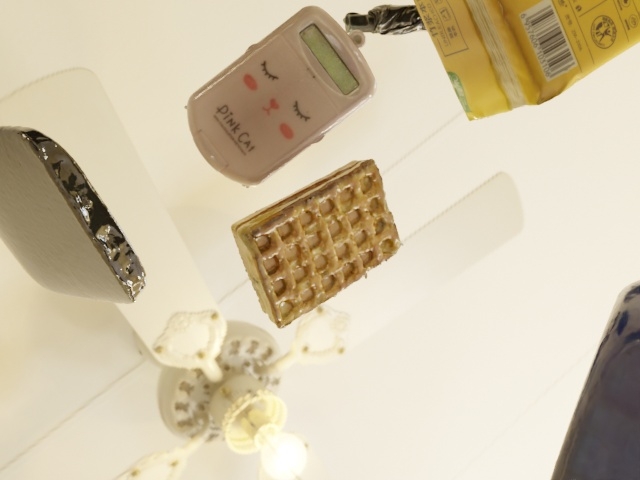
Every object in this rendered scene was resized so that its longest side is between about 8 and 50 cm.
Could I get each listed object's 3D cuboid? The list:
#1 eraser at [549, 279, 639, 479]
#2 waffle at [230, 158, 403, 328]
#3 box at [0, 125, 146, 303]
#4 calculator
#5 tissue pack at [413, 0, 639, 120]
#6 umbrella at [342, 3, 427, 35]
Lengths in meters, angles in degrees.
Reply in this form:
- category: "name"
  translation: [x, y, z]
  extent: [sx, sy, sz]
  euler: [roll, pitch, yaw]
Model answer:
- category: "eraser"
  translation: [0.270, 0.128, 0.307]
  extent: [0.101, 0.332, 0.155]
  euler: [-7, -65, -65]
- category: "waffle"
  translation: [0.000, 0.000, 0.668]
  extent: [0.148, 0.042, 0.102]
  euler: [-31, -62, -24]
- category: "box"
  translation: [-0.271, -0.022, 0.737]
  extent: [0.042, 0.201, 0.212]
  euler: [-52, -49, -34]
- category: "calculator"
  translation: [-0.032, -0.125, 0.653]
  extent: [0.175, 0.032, 0.100]
  euler: [-37, -84, 3]
- category: "tissue pack"
  translation: [0.297, -0.419, 1.143]
  extent: [0.293, 0.228, 0.382]
  euler: [-33, -75, -16]
- category: "umbrella"
  translation: [0.153, -0.386, 1.313]
  extent: [0.236, 0.066, 0.059]
  euler: [-6, -97, -17]
